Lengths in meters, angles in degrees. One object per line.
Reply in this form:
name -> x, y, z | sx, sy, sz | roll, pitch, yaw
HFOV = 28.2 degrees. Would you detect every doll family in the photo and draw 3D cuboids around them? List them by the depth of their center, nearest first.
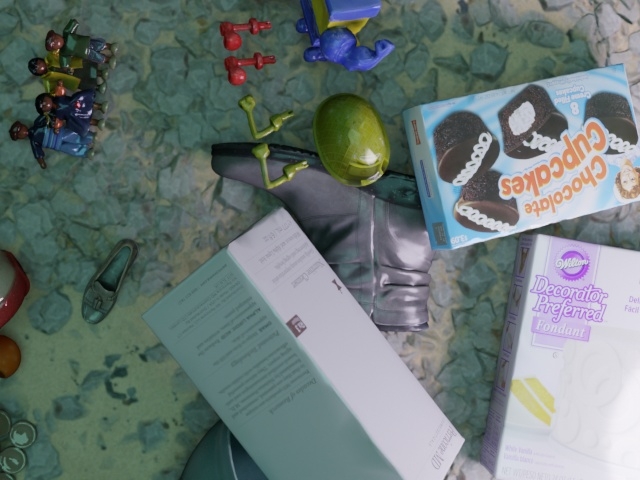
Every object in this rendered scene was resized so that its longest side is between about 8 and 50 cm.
doll family -> -0.337, -0.188, 1.654 | 0.111, 0.076, 0.193 | 9, 86, -24

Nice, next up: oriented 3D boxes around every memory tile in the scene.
memory tile -> -0.461, 0.273, 1.692 | 0.148, 0.012, 0.113 | 20, 90, -4

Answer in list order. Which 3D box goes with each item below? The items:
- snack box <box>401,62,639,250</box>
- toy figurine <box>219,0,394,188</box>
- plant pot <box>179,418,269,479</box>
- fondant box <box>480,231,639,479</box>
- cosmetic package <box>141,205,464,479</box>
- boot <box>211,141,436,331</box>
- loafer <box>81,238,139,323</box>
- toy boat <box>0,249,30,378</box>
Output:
snack box -> 0.273, -0.112, 1.661 | 0.322, 0.060, 0.187 | -14, 93, -24
toy figurine -> -0.004, -0.265, 1.545 | 0.191, 0.217, 0.362 | -6, 71, -19
plant pot -> -0.075, 0.362, 1.610 | 0.196, 0.293, 0.293 | -38, 94, 24
fondant box -> 0.365, 0.170, 1.708 | 0.238, 0.096, 0.330 | 10, 90, -4
cosmetic package -> -0.013, 0.171, 1.553 | 0.156, 0.217, 0.385 | -39, 91, 23
boot -> 0.000, 0.000, 1.671 | 0.338, 0.118, 0.222 | 14, 96, 0
loafer -> -0.282, 0.054, 1.684 | 0.045, 0.039, 0.125 | 28, 89, -5
toy boat -> -0.450, 0.128, 1.641 | 0.231, 0.151, 0.151 | -44, 123, -2
